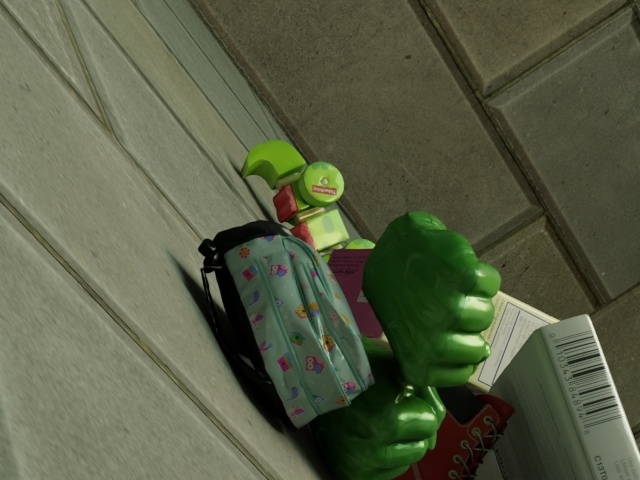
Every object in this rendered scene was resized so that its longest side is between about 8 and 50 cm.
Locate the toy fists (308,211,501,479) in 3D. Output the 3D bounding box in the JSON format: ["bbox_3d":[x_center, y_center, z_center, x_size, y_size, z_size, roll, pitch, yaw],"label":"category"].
[{"bbox_3d":[0.079,0.116,1.533,0.096,0.279,0.142,13,30,-30],"label":"toy fists"}]

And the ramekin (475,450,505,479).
[{"bbox_3d":[0.219,0.360,1.986,0.277,0.135,0.277,55,5,-7],"label":"ramekin"}]

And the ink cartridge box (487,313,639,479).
[{"bbox_3d":[0.272,0.274,1.692,0.330,0.071,0.324,100,-28,-72],"label":"ink cartridge box"}]

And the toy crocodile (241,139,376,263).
[{"bbox_3d":[0.000,0.000,2.421,0.340,0.105,0.115,62,-30,7],"label":"toy crocodile"}]

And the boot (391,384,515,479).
[{"bbox_3d":[0.146,0.256,1.685,0.088,0.176,0.244,51,7,-50],"label":"boot"}]

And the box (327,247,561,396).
[{"bbox_3d":[0.139,0.108,1.956,0.243,0.117,0.213,27,-12,-22],"label":"box"}]

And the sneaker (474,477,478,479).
[{"bbox_3d":[0.165,0.350,1.810,0.236,0.095,0.104,58,12,8],"label":"sneaker"}]

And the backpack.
[{"bbox_3d":[-0.027,0.079,1.488,0.152,0.115,0.182,56,7,-48],"label":"backpack"}]
